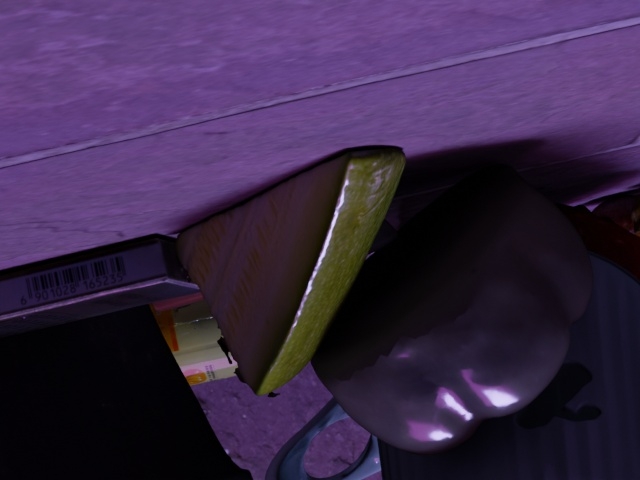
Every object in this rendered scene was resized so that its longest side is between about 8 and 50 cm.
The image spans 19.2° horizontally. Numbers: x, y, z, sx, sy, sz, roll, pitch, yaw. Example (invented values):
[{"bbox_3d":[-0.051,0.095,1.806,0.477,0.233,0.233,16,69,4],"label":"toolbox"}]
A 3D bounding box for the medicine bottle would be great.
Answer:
[{"bbox_3d":[-0.178,0.118,2.246,0.238,0.124,0.124,-13,175,1],"label":"medicine bottle"}]

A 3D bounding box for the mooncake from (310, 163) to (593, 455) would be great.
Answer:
[{"bbox_3d":[0.115,0.063,1.642,0.275,0.135,0.275,-39,-161,16],"label":"mooncake"}]

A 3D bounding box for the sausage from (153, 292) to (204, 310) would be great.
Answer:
[{"bbox_3d":[-0.129,0.050,2.078,0.147,0.035,0.030,-14,-166,32],"label":"sausage"}]

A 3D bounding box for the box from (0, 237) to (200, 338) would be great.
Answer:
[{"bbox_3d":[-0.278,0.058,1.755,0.324,0.047,0.180,-13,175,8],"label":"box"}]

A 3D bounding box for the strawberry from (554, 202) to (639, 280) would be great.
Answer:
[{"bbox_3d":[0.231,0.066,2.113,0.317,0.295,0.345,-31,-155,13],"label":"strawberry"}]

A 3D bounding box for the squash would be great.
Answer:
[{"bbox_3d":[-0.012,-0.029,1.558,0.111,0.203,0.289,-7,137,-28],"label":"squash"}]

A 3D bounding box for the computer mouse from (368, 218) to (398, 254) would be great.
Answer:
[{"bbox_3d":[0.000,0.000,1.733,0.089,0.056,0.181,-20,180,-27],"label":"computer mouse"}]

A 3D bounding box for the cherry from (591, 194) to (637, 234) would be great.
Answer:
[{"bbox_3d":[0.329,-0.008,2.285,0.225,0.090,0.107,-2,-175,-10],"label":"cherry"}]

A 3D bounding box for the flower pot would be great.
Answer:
[{"bbox_3d":[-0.280,0.182,1.955,0.379,0.251,0.379,-10,176,-1],"label":"flower pot"}]

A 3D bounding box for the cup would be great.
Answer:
[{"bbox_3d":[0.170,0.244,1.797,0.401,0.310,0.392,-42,-161,22],"label":"cup"}]

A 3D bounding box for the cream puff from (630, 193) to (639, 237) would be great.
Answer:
[{"bbox_3d":[0.417,-0.034,2.194,0.116,0.094,0.122,-18,-162,21],"label":"cream puff"}]
